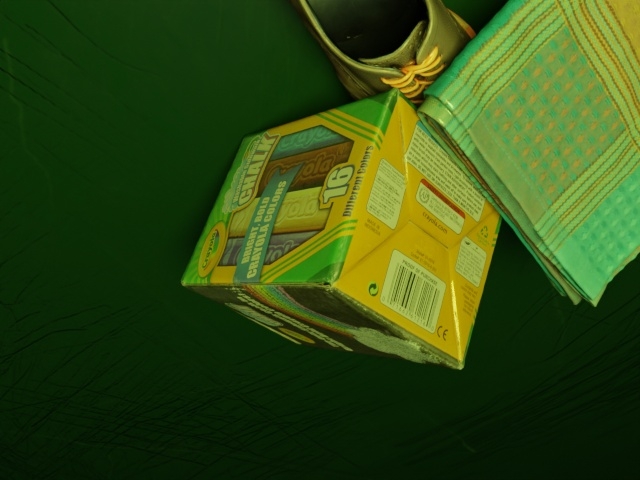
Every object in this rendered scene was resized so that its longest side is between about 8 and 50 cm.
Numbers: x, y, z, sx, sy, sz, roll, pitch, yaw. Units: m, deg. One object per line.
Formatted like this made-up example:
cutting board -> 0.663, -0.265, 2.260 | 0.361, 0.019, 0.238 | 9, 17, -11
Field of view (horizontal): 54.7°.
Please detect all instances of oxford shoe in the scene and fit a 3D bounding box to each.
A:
oxford shoe -> 0.066, -0.157, 0.539 | 0.130, 0.133, 0.363 | -34, 129, 22

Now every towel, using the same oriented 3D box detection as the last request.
towel -> 0.286, -0.149, 0.519 | 0.370, 0.040, 0.271 | -45, 115, 3

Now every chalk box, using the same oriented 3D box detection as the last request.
chalk box -> 0.000, 0.000, 0.615 | 0.180, 0.179, 0.289 | 34, 158, -35
